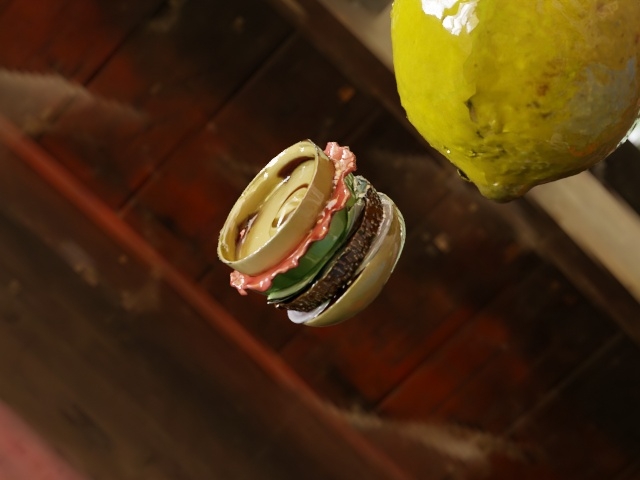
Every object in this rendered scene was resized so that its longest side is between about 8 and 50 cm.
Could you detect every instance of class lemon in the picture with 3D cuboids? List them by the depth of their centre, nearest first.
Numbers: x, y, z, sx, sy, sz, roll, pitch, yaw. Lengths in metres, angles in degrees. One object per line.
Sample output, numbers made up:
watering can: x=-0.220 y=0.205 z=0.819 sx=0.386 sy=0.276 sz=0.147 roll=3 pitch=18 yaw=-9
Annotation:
lemon: x=0.188 y=-0.187 z=1.792 sx=0.258 sy=0.310 sz=0.258 roll=12 pitch=-173 yaw=-1

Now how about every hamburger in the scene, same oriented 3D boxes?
hamburger: x=0.001 y=0.000 z=1.799 sx=0.137 sy=0.175 sz=0.175 roll=36 pitch=-153 yaw=-20
